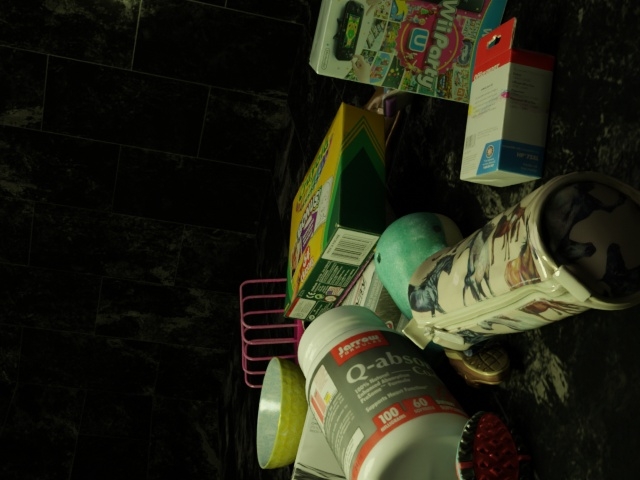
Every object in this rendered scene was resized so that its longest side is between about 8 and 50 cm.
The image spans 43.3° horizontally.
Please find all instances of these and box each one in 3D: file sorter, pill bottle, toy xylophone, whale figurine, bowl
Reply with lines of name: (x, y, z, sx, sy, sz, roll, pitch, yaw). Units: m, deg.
file sorter: (-0.143, 0.275, 2.380, 0.202, 0.182, 0.291, -97, 7, -48)
pill bottle: (0.097, 0.269, 1.313, 0.363, 0.210, 0.210, -128, 47, -56)
toy xylophone: (0.147, -0.447, 1.752, 0.236, 0.081, 0.323, 73, -173, -68)
whale figurine: (0.171, 0.079, 1.403, 0.216, 0.141, 0.272, 121, 151, -56)
bowl: (-0.063, 0.457, 2.110, 0.289, 0.155, 0.290, -171, 90, -77)

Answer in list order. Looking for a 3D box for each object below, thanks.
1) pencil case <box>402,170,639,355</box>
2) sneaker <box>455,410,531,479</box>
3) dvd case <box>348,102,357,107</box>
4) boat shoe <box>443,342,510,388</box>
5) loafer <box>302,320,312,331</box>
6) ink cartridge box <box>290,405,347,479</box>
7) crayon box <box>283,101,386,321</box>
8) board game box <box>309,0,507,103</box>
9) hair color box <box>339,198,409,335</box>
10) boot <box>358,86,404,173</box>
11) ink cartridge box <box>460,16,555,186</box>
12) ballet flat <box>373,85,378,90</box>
pencil case: (0.251, 0.044, 1.024, 0.184, 0.159, 0.410, -55, 4, -21)
sneaker: (0.219, 0.367, 1.097, 0.125, 0.104, 0.262, 117, 158, -59)
dvd case: (0.055, -0.214, 2.027, 0.239, 0.029, 0.179, -62, -27, -50)
boat shoe: (0.244, 0.191, 1.219, 0.178, 0.064, 0.060, -166, 55, -78)
loafer: (-0.006, 0.201, 2.174, 0.268, 0.092, 0.102, -151, 70, -76)
ink cartridge box: (0.017, 0.523, 1.403, 0.395, 0.166, 0.286, -74, -10, -50)
crayon box: (0.025, -0.049, 1.692, 0.363, 0.106, 0.313, 121, 157, -51)
board game box: (0.154, -0.382, 1.415, 0.097, 0.303, 0.224, -113, 34, -66)
hair color box: (0.108, 0.050, 1.749, 0.374, 0.113, 0.186, -107, 30, -63)
boot: (0.125, -0.291, 1.902, 0.112, 0.115, 0.306, -121, 42, -72)
ink cartridge box: (0.287, -0.206, 1.233, 0.134, 0.077, 0.231, 174, 105, -76)
ballet flat: (0.137, -0.484, 2.070, 0.074, 0.074, 0.203, 160, 117, -75)
